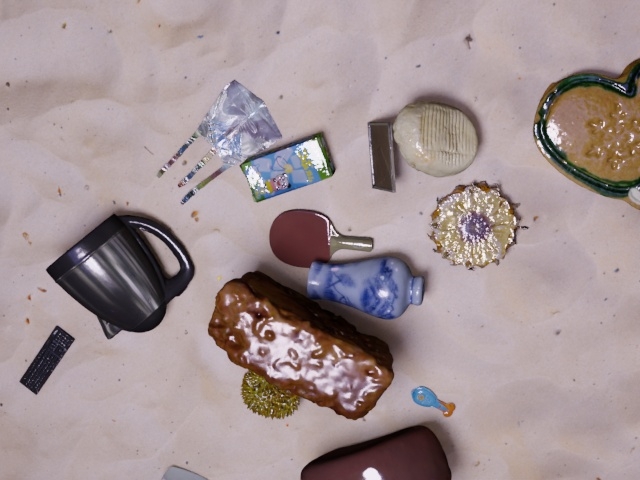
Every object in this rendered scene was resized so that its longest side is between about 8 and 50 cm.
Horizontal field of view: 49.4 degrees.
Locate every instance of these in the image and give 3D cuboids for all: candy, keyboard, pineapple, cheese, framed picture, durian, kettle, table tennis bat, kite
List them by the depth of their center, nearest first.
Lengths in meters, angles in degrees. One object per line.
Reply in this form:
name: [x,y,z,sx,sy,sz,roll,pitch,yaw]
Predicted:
framed picture: [0.132,-0.182,1.508,0.011,0.109,0.149,-9,103,-18]
pineapple: [0.343,-0.029,1.532,0.221,0.047,0.221,2,102,9]
candy: [-0.073,-0.163,1.565,0.194,0.062,0.097,-17,105,14]
kite: [-0.249,-0.224,1.612,0.309,0.015,0.169,-35,96,12]
table tennis bat: [0.000,0.000,1.617,0.246,0.022,0.138,6,105,11]
kettle: [-0.465,0.091,1.654,0.207,0.251,0.271,-27,105,45]
cheese: [0.266,0.383,1.655,0.111,0.017,0.047,27,109,3]
durian: [-0.111,0.362,1.657,0.208,0.102,0.147,-31,93,36]
keyboard: [-0.716,0.314,1.821,0.061,0.013,0.204,38,106,0]

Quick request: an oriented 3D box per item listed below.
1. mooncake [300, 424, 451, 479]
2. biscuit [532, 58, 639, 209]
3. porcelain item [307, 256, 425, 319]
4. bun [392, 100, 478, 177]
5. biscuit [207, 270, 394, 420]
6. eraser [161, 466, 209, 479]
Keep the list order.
mooncake: [0.119,0.546,1.587,0.325,0.334,0.174,-18,78,-16]
biscuit: [0.621,-0.232,1.428,0.343,0.057,0.288,30,106,2]
porcelain item: [0.103,0.101,1.563,0.258,0.141,0.142,5,104,17]
bun: [0.236,-0.211,1.463,0.188,0.111,0.164,3,84,-24]
biscuit: [-0.038,0.223,1.504,0.394,0.342,0.166,29,95,4]
eraser: [-0.369,0.754,1.814,0.189,0.104,0.290,26,105,8]
